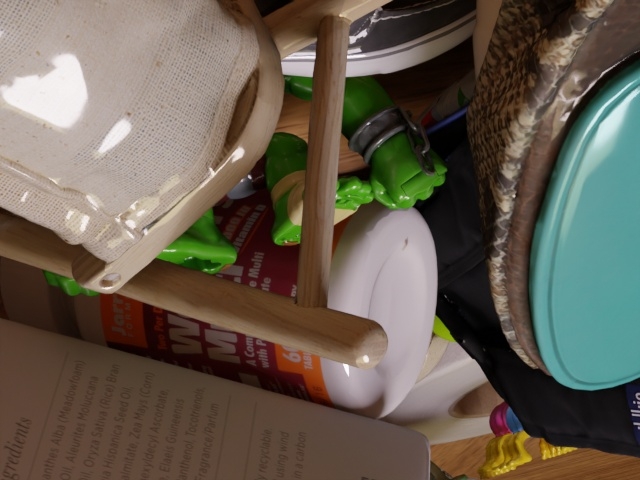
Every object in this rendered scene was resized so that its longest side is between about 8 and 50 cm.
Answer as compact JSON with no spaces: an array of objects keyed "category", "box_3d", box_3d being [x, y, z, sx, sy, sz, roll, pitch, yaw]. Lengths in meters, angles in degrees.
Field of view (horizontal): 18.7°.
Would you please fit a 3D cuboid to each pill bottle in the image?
[{"category":"pill bottle","box_3d":[-0.057,0.024,1.065,0.221,0.121,0.121,7,174,26]}]

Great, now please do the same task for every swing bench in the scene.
[{"category":"swing bench","box_3d":[-0.141,-0.054,0.698,0.255,0.165,0.253,-7,159,33]}]

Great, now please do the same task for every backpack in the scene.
[{"category":"backpack","box_3d":[0.164,-0.017,1.078,0.213,0.276,0.263,-40,-170,-37]}]

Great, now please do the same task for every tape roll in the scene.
[{"category":"tape roll","box_3d":[0.203,0.092,1.750,0.392,0.072,0.392,-16,162,-5]}]

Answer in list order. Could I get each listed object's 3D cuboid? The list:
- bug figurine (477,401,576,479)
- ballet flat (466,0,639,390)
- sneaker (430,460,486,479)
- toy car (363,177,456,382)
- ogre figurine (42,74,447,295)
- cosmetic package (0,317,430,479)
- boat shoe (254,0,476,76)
[{"category":"bug figurine","box_3d":[0.246,0.134,1.679,0.279,0.072,0.216,-15,170,-24]},{"category":"ballet flat","box_3d":[0.137,-0.130,0.776,0.164,0.182,0.483,-19,150,-16]},{"category":"sneaker","box_3d":[0.016,0.223,1.556,0.158,0.182,0.410,-55,162,4]},{"category":"toy car","box_3d":[0.000,0.000,1.230,0.188,0.149,0.155,25,146,-26]},{"category":"ogre figurine","box_3d":[-0.050,-0.049,0.976,0.197,0.118,0.097,-24,158,16]},{"category":"cosmetic package","box_3d":[-0.193,0.168,0.968,0.453,0.161,0.230,16,121,-6]},{"category":"boat shoe","box_3d":[-0.016,-0.122,0.865,0.228,0.080,0.076,-5,162,-14]}]
